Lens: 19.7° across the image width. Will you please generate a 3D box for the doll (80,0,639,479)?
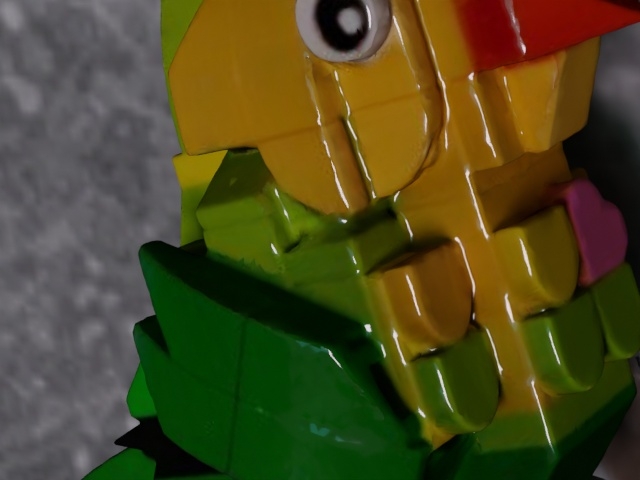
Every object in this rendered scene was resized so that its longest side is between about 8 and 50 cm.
[{"bbox_3d":[0.007,0.003,0.412,0.134,0.106,0.186,23,120,30],"label":"doll"}]
